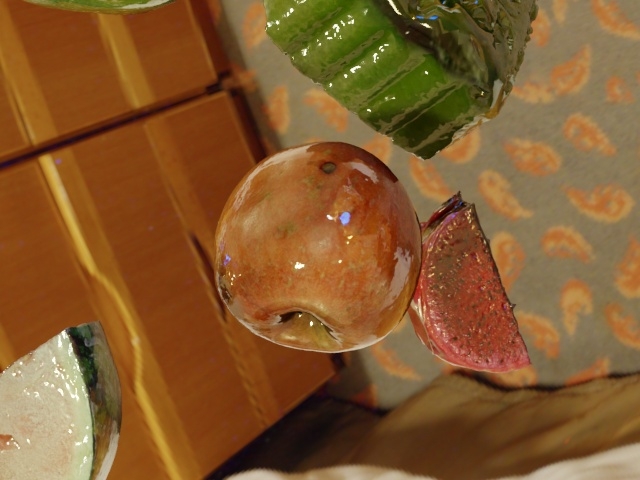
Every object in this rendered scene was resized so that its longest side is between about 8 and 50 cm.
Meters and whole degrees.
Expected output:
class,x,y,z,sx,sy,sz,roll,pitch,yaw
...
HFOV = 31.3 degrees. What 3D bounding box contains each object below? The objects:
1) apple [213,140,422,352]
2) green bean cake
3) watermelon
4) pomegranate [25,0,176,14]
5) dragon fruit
class,x,y,z,sx,sy,sz,roll,pitch,yaw
apple,0.000,0.000,1.283,0.253,0.253,0.254,15,117,31
green bean cake,0.118,-0.314,1.425,0.319,0.335,0.218,35,140,-22
watermelon,-0.288,0.187,1.188,0.176,0.260,0.256,18,93,2
pomegranate,-0.112,-0.189,0.552,0.180,0.180,0.209,59,162,1
dragon fruit,0.180,0.070,1.593,0.163,0.189,0.262,-9,103,42
